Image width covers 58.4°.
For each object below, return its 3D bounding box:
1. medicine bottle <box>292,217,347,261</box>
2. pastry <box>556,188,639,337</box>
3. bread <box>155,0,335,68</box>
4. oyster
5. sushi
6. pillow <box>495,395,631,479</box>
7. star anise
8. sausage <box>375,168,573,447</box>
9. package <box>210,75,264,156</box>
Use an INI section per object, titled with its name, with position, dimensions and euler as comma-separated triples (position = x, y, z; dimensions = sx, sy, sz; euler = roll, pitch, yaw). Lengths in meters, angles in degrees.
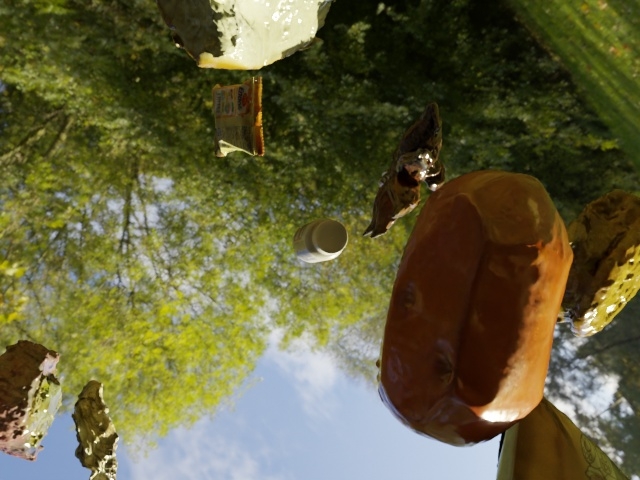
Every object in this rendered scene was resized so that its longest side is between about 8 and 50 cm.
[medicine bottle]
position = 0.000, 0.000, 1.082
dimensions = 0.079, 0.079, 0.140
euler = 42, 166, -9
[pastry]
position = 0.447, 0.038, 0.907
dimensions = 0.132, 0.235, 0.240
euler = 37, -122, 25
[bread]
position = -0.123, -0.396, 0.762
dimensions = 0.279, 0.225, 0.250
euler = 47, -133, 13
[oyster]
position = -0.637, 0.574, 1.626
dimensions = 0.115, 0.238, 0.350
euler = -7, -104, -27
[sushi]
position = -0.513, 0.292, 0.967
dimensions = 0.108, 0.240, 0.161
euler = 16, -172, -5
[pillow]
position = 0.268, 0.351, 0.599
dimensions = 0.310, 0.119, 0.312
euler = 44, -127, -26
[star anise]
position = 0.160, -0.104, 0.975
dimensions = 0.103, 0.271, 0.272
euler = 23, -158, -4
[sausage]
position = 0.146, 0.059, 0.548
dimensions = 0.141, 0.267, 0.153
euler = 17, 178, -39
[package]
position = -0.119, -0.175, 0.822
dimensions = 0.031, 0.107, 0.121
euler = -9, -168, -38
